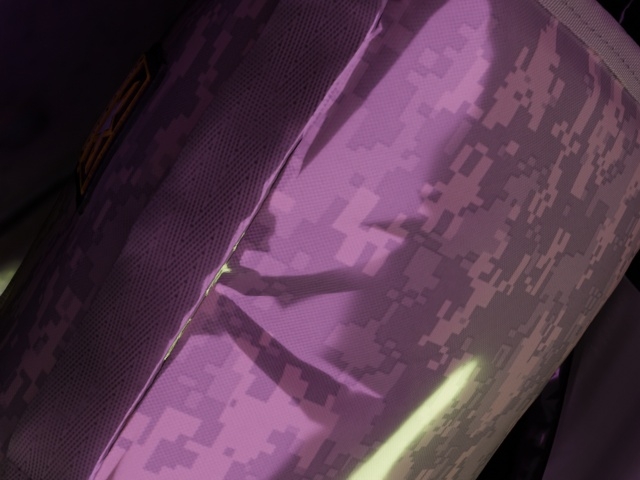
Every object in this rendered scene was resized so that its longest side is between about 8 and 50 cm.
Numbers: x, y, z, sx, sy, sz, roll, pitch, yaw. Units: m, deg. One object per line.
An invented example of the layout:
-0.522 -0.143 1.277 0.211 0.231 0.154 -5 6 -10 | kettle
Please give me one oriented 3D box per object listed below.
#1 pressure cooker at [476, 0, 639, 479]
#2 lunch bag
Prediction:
0.241 0.101 0.837 0.370 0.375 0.420 -29 153 -40 | pressure cooker
0.000 0.000 0.491 0.235 0.169 0.287 -56 162 6 | lunch bag
